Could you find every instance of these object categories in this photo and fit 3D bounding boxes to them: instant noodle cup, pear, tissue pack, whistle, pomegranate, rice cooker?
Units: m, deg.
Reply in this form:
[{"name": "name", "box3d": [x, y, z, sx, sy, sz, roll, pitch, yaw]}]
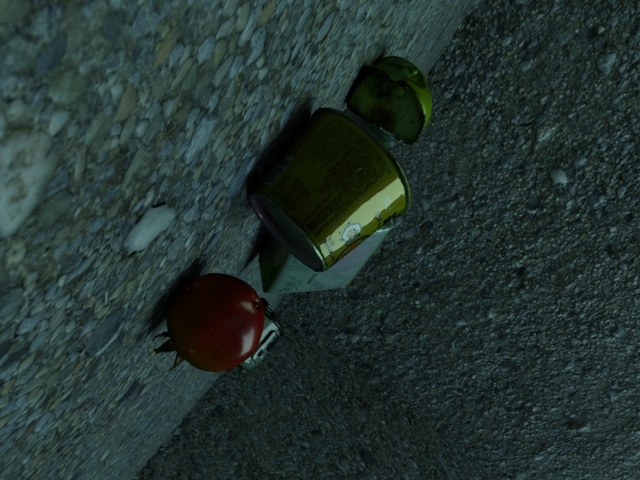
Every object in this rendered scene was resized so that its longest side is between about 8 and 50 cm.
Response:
[{"name": "instant noodle cup", "box3d": [0.008, -0.099, 1.096, 0.254, 0.325, 0.325, -45, 174, -15]}, {"name": "pear", "box3d": [0.238, -0.429, 1.390, 0.255, 0.238, 0.164, -48, 167, -47]}, {"name": "tissue pack", "box3d": [0.000, 0.000, 1.562, 0.405, 0.331, 0.206, 123, -40, -52]}, {"name": "whistle", "box3d": [0.112, -0.287, 1.589, 0.188, 0.168, 0.405, -55, 176, -4]}, {"name": "pomegranate", "box3d": [-0.251, 0.190, 1.072, 0.256, 0.221, 0.221, -28, 174, -4]}, {"name": "rice cooker", "box3d": [-0.251, 0.281, 1.554, 0.227, 0.241, 0.281, -49, 145, -22]}]
